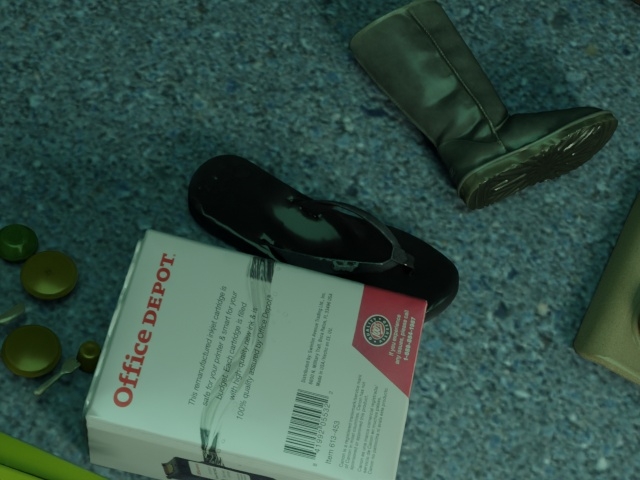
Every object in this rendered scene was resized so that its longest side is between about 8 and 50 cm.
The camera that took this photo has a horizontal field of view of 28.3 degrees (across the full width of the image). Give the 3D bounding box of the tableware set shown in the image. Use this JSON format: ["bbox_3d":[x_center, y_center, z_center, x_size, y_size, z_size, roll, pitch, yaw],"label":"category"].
[{"bbox_3d":[-0.241,0.055,1.060,0.104,0.024,0.154,-37,71,-28],"label":"tableware set"}]

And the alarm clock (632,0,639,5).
[{"bbox_3d":[0.355,-0.306,1.319,0.129,0.064,0.192,-25,70,-20],"label":"alarm clock"}]

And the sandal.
[{"bbox_3d":[-0.001,0.000,1.103,0.254,0.054,0.097,24,61,5],"label":"sandal"}]

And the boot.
[{"bbox_3d":[0.154,-0.145,1.206,0.189,0.076,0.208,-20,59,-20],"label":"boot"}]

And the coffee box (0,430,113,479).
[{"bbox_3d":[-0.305,0.284,0.742,0.338,0.334,0.338,23,61,5],"label":"coffee box"}]

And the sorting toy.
[{"bbox_3d":[0.385,0.028,1.150,0.229,0.041,0.307,26,61,7],"label":"sorting toy"}]

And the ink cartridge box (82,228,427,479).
[{"bbox_3d":[-0.051,0.111,1.008,0.237,0.100,0.172,14,60,-1],"label":"ink cartridge box"}]
